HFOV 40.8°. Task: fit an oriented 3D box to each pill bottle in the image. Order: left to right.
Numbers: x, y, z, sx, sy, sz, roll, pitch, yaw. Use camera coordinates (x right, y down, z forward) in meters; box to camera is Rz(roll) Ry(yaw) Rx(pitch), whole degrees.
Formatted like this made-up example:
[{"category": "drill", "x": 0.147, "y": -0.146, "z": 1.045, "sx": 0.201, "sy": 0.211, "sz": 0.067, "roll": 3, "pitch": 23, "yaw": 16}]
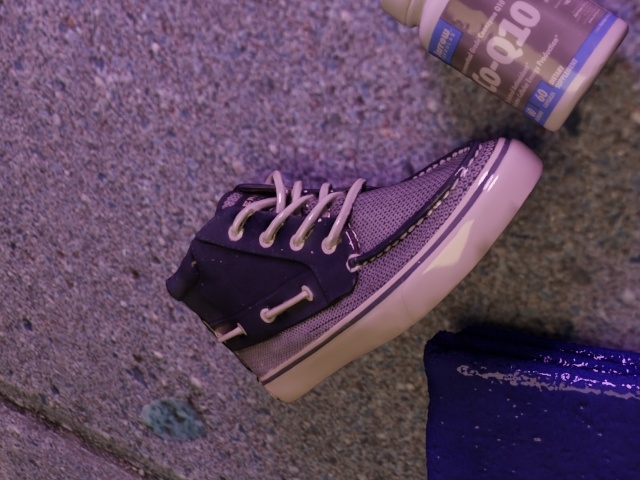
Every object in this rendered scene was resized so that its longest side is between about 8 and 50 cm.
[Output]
[{"category": "pill bottle", "x": 0.111, "y": -0.135, "z": 0.533, "sx": 0.137, "sy": 0.078, "sz": 0.078, "roll": 35, "pitch": 131, "yaw": 10}]

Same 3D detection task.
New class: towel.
[{"category": "towel", "x": 0.200, "y": 0.212, "z": 0.703, "sx": 0.227, "sy": 0.076, "sz": 0.308, "roll": 6, "pitch": 121, "yaw": 22}]

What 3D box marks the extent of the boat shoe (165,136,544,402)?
[{"category": "boat shoe", "x": 0.000, "y": 0.000, "z": 0.653, "sx": 0.158, "sy": 0.127, "sz": 0.340, "roll": 41, "pitch": 133, "yaw": -5}]
